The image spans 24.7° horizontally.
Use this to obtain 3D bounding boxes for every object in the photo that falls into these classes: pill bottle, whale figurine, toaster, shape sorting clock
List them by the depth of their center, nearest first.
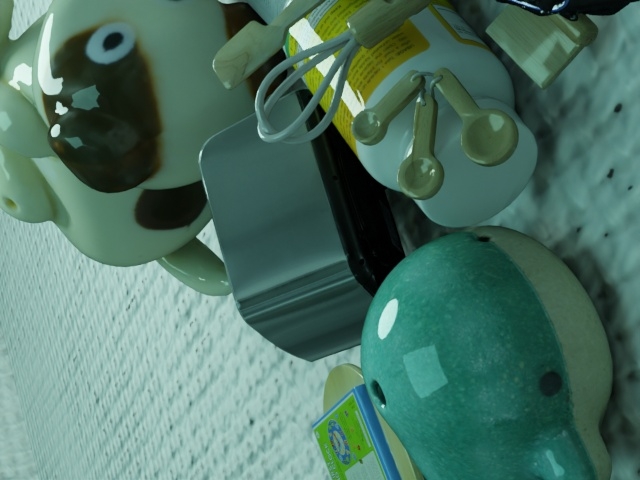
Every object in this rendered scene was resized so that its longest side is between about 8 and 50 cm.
[{"bbox_3d":[0.106,0.129,0.986,0.216,0.141,0.272,33,134,59],"label":"whale figurine"},{"bbox_3d":[0.062,-0.106,1.013,0.208,0.118,0.117,-123,31,-42],"label":"pill bottle"},{"bbox_3d":[0.000,0.000,1.134,0.168,0.110,0.185,38,-147,-63],"label":"toaster"},{"bbox_3d":[0.051,0.206,1.278,0.206,0.040,0.206,44,142,50],"label":"shape sorting clock"}]

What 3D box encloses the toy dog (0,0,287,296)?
[{"bbox_3d":[-0.197,-0.119,1.404,0.395,0.285,0.408,64,160,2],"label":"toy dog"}]

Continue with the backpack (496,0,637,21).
[{"bbox_3d":[0.122,-0.210,0.824,0.173,0.117,0.158,-151,53,-61],"label":"backpack"}]

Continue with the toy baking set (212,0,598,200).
[{"bbox_3d":[0.046,-0.136,0.933,0.256,0.030,0.196,23,87,31],"label":"toy baking set"}]

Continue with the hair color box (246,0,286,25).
[{"bbox_3d":[-0.039,-0.250,1.271,0.167,0.053,0.093,51,146,47],"label":"hair color box"}]
